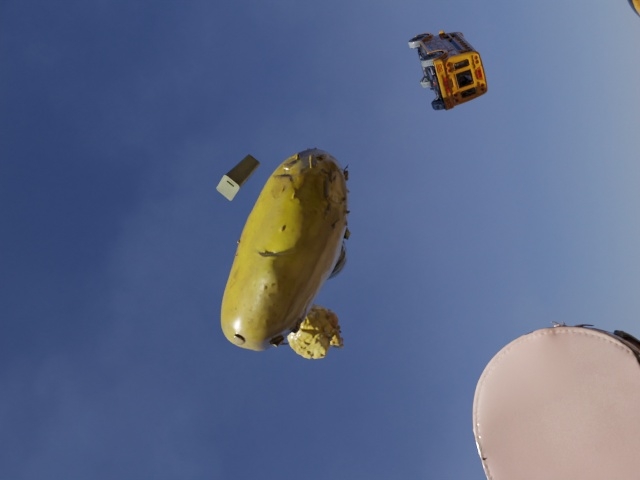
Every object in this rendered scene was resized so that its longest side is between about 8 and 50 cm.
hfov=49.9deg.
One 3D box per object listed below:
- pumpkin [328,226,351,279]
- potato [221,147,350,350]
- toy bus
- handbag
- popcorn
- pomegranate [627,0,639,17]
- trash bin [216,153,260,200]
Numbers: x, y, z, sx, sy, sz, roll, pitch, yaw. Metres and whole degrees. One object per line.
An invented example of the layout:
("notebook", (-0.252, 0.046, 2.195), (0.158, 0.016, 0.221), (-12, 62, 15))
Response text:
("pumpkin", (-0.003, 0.001, 1.413), (0.167, 0.125, 0.167), (175, 90, -76))
("potato", (-0.045, 0.012, 0.969), (0.173, 0.140, 0.300), (80, -150, -77))
("toy bus", (0.196, -0.271, 1.064), (0.194, 0.088, 0.083), (-93, -17, -62))
("handbag", (0.239, 0.171, 0.614), (0.205, 0.179, 0.116), (67, -162, 10))
("popcorn", (-0.015, 0.267, 2.018), (0.170, 0.180, 0.180), (-23, -73, -32))
("pomegranate", (0.552, -0.406, 0.980), (0.248, 0.248, 0.248), (14, -106, -58))
("trash bin", (-0.174, -0.139, 1.488), (0.043, 0.061, 0.092), (40, -128, -2))
